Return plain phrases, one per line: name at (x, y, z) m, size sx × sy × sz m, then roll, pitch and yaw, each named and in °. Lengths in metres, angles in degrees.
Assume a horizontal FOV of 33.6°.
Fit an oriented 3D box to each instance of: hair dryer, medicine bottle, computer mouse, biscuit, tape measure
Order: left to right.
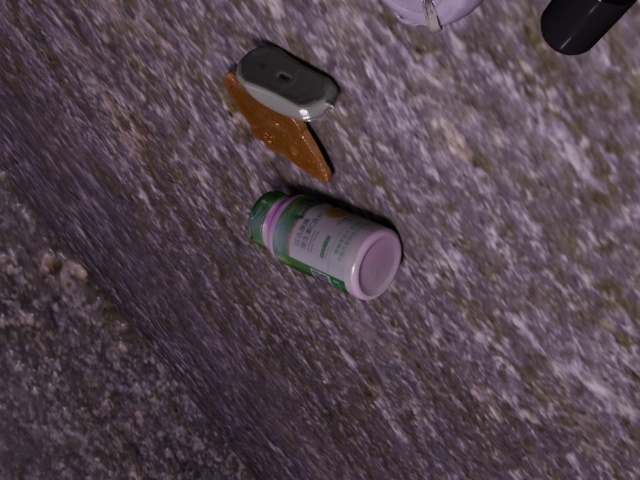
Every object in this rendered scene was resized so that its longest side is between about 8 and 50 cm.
biscuit at (-0.068, -0.193, 1.789) m, size 0.250 × 0.035 × 0.162 m, roll 48°, pitch 160°, yaw -4°
computer mouse at (-0.045, -0.234, 1.638) m, size 0.182 × 0.089 × 0.056 m, roll 30°, pitch 161°, yaw 23°
medicine bottle at (0.000, 0.000, 1.862) m, size 0.274 × 0.133 × 0.133 m, roll 22°, pitch 147°, yaw 38°
tape measure at (0.112, -0.336, 1.229) m, size 0.196 × 0.105 × 0.178 m, roll 54°, pitch 153°, yaw -15°
hair dryer at (0.226, -0.315, 1.143) m, size 0.248 × 0.070 × 0.114 m, roll 46°, pitch 155°, yaw 6°
